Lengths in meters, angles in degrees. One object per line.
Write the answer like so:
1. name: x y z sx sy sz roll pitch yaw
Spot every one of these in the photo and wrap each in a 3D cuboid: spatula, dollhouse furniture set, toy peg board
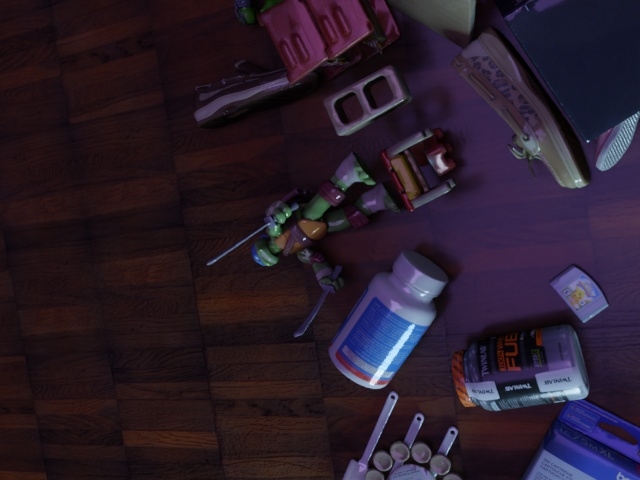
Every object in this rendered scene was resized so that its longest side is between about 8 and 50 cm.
1. spatula: 0.145 0.408 1.201 0.168 0.019 0.241 27 103 19
2. dollhouse furniture set: 0.076 -0.226 1.056 0.152 0.201 0.373 -25 93 24
3. toy peg board: 0.184 -0.394 1.013 0.161 0.160 0.079 37 90 15

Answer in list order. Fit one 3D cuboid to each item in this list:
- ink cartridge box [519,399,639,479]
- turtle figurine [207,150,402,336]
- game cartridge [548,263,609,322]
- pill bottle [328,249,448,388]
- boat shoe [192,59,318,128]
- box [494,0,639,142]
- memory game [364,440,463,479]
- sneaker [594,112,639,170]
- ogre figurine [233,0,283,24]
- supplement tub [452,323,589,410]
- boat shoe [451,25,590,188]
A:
1. ink cartridge box: 0.416 0.423 1.062 0.186 0.065 0.310 27 105 18
2. turtle figurine: 0.000 0.000 1.099 0.266 0.274 0.197 -37 97 14
3. game cartridge: 0.410 0.082 1.043 0.056 0.017 0.083 -43 80 18
4. pill bottle: 0.118 0.130 1.116 0.124 0.124 0.221 37 110 15
5. boat shoe: -0.128 -0.282 1.188 0.258 0.095 0.095 -14 85 25
6. box: 0.390 -0.320 0.804 0.313 0.343 0.179 -32 106 24
7. memory game: 0.166 0.446 1.178 0.186 0.012 0.186 2 94 23
8. sneaker: 0.428 -0.176 0.987 0.070 0.051 0.134 43 133 44
9. ogre figurine: -0.084 -0.473 1.147 0.197 0.097 0.118 -25 105 39
10. supplement tub: 0.313 0.204 1.045 0.191 0.117 0.116 -16 90 24
11. boat shoe: 0.308 -0.191 1.012 0.089 0.105 0.285 -36 72 28
